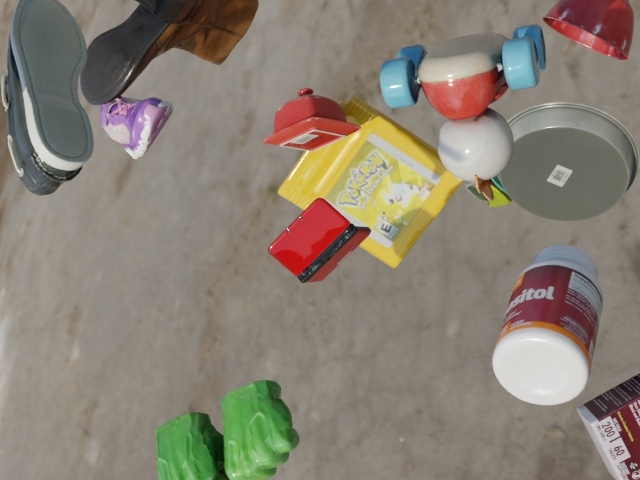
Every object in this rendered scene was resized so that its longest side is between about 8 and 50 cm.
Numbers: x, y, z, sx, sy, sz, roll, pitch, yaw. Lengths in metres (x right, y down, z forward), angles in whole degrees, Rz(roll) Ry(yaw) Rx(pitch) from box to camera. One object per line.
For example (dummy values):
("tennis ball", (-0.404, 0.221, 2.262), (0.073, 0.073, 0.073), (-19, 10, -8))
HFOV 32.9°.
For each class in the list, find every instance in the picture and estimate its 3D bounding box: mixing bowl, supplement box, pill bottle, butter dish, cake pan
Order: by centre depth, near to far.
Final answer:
("pill bottle", (0.214, 0.073, 1.004), (0.086, 0.086, 0.152), (-48, 8, 40))
("supplement box", (0.540, 0.267, 1.692), (0.239, 0.130, 0.073), (-30, 13, 0))
("mixing bowl", (0.526, -0.426, 2.064), (0.098, 0.181, 0.181), (-63, 26, 8))
("cake pan", (0.485, -0.146, 2.164), (0.293, 0.293, 0.054), (-43, 20, 45))
("butter dish", (-0.025, -0.261, 2.259), (0.160, 0.160, 0.118), (-20, 74, 40))

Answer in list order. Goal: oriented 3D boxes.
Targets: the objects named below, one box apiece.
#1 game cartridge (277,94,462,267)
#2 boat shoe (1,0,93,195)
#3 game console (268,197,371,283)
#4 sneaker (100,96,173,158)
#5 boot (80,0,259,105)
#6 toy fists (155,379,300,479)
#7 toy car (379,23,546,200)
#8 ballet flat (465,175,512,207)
("game cartridge", (0.112, -0.129, 2.403), (0.285, 0.323, 0.053), (-54, 10, 23))
("boat shoe", (-0.368, -0.197, 1.419), (0.091, 0.114, 0.303), (-41, 45, 36))
("game console", (0.000, 0.000, 1.943), (0.144, 0.124, 0.085), (-44, 73, 17))
("sneaker", (-0.312, -0.198, 1.778), (0.095, 0.104, 0.236), (-56, 13, -11))
("boot", (-0.250, -0.329, 1.813), (0.096, 0.280, 0.264), (37, 107, 19))
("toy fists", (-0.153, 0.340, 1.751), (0.279, 0.096, 0.142), (-27, 55, 26))
("toy car", (0.229, -0.178, 1.613), (0.210, 0.219, 0.238), (-50, -49, -64))
("ballet flat", (0.337, -0.142, 2.327), (0.077, 0.231, 0.077), (-22, 46, 27))
